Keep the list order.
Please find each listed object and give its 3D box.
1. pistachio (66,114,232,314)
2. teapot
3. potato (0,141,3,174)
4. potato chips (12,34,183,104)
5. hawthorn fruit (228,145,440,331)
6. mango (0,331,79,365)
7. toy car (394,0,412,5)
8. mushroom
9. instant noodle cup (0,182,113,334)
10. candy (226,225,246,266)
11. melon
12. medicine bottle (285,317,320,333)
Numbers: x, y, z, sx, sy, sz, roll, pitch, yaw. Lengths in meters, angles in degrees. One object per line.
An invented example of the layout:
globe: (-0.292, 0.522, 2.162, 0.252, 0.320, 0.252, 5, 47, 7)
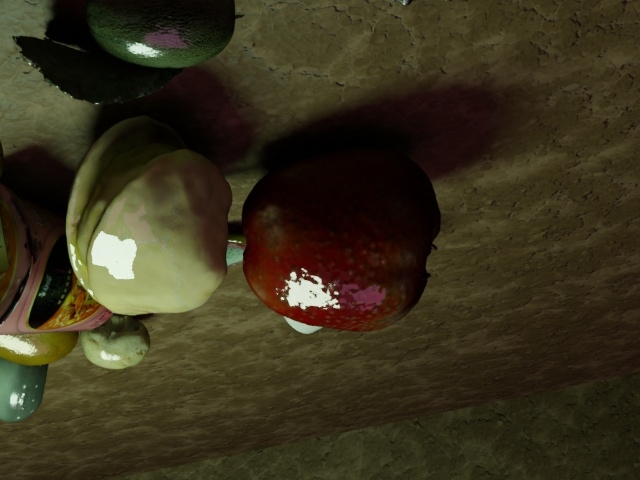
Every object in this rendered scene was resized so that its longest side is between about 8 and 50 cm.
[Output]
pistachio: (-0.236, -0.024, 1.244, 0.238, 0.229, 0.321, -43, 154, -31)
teapot: (-0.650, 0.244, 1.709, 0.251, 0.183, 0.183, 11, 149, -16)
potato: (-0.471, -0.112, 0.905, 0.369, 0.176, 0.195, 15, 163, 24)
potato chips: (-0.236, -0.199, 1.019, 0.167, 0.059, 0.228, 11, -163, 1)
hawthorn fruit: (0.000, 0.000, 1.360, 0.369, 0.284, 0.284, -2, 155, 0)
mango: (-0.543, 0.153, 1.609, 0.227, 0.099, 0.136, 18, 108, -30)
toy car: (0.127, -0.299, 1.049, 0.093, 0.025, 0.041, -6, 156, -4)
mushroom: (-0.398, 0.190, 1.749, 0.148, 0.112, 0.148, 7, -164, -2)
instant noodle cup: (-0.428, 0.042, 1.330, 0.244, 0.244, 0.255, -23, 162, 22)
candy: (-0.172, 0.012, 1.554, 0.103, 0.043, 0.103, -11, 157, -5)
melon: (-0.162, -0.238, 0.949, 0.167, 0.114, 0.114, -1, 153, -17)
medicine bottle: (0.041, 0.081, 1.678, 0.237, 0.139, 0.139, -31, 149, 33)
